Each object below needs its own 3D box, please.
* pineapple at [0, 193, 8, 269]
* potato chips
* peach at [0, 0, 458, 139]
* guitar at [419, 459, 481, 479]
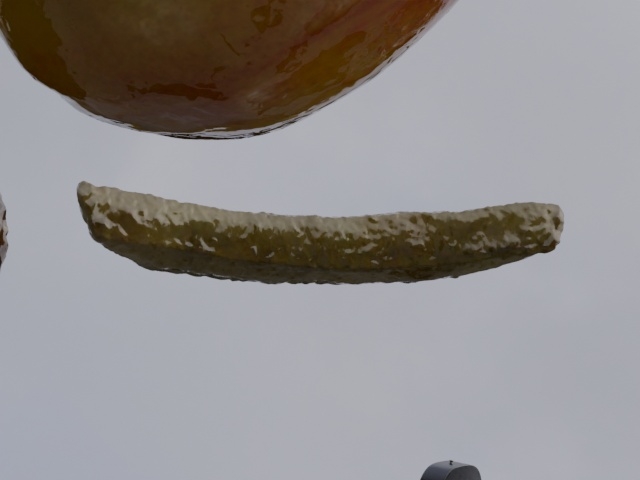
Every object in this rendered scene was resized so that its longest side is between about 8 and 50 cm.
[{"bbox_3d":[-0.321,-0.024,1.136,0.170,0.141,0.310,-29,-28,32],"label":"pineapple"},{"bbox_3d":[0.000,0.000,1.604,0.407,0.057,0.080,2,-29,-16],"label":"potato chips"},{"bbox_3d":[-0.047,-0.211,1.117,0.308,0.289,0.289,-26,-54,27],"label":"peach"},{"bbox_3d":[0.100,0.305,1.718,0.025,0.233,0.088,8,2,29],"label":"guitar"}]
